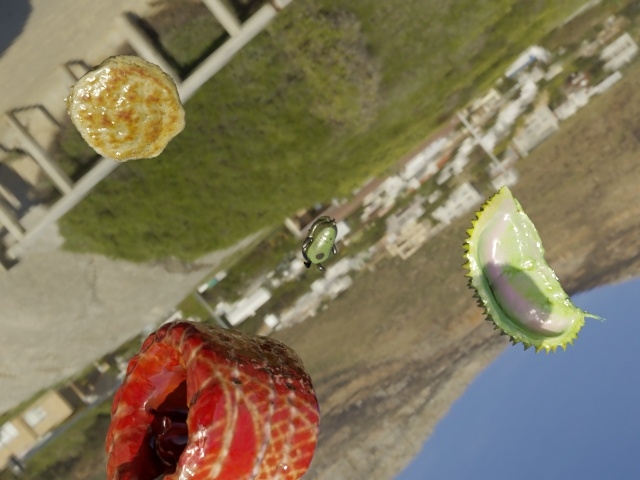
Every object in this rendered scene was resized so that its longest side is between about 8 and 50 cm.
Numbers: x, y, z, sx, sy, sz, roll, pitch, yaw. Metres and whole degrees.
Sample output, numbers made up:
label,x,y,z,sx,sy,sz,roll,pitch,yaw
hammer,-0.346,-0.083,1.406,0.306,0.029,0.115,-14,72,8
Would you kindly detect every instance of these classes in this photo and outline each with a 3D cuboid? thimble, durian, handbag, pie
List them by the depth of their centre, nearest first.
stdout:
label,x,y,z,sx,sy,sz,roll,pitch,yaw
pie,-0.290,-0.200,1.485,0.163,0.193,0.079,-19,-131,6
thimble,-0.180,0.301,1.568,0.350,0.231,0.350,-35,-134,46
handbag,0.000,0.000,1.866,0.047,0.072,0.111,-114,-140,-53
durian,0.396,0.082,1.955,0.169,0.355,0.157,-29,-166,34
